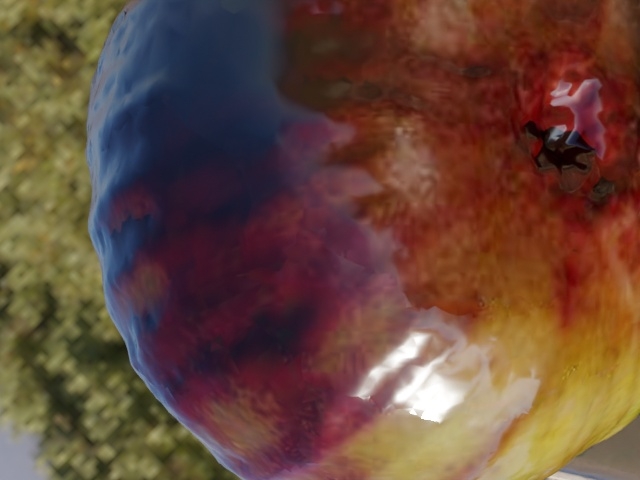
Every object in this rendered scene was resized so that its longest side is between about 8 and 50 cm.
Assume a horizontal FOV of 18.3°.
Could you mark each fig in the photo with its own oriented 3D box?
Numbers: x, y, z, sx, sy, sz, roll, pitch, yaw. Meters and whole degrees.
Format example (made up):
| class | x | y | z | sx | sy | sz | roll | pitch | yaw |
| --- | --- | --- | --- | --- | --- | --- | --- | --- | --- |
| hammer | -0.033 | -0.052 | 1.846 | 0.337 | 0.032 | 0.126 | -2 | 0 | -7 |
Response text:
| class | x | y | z | sx | sy | sz | roll | pitch | yaw |
| --- | --- | --- | --- | --- | --- | --- | --- | --- | --- |
| fig | 0.000 | 0.000 | 0.691 | 0.217 | 0.217 | 0.321 | 46 | 153 | -6 |

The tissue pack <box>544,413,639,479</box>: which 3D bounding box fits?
| class | x | y | z | sx | sy | sz | roll | pitch | yaw |
| --- | --- | --- | --- | --- | --- | --- | --- | --- | --- |
| tissue pack | 0.275 | 0.130 | 0.996 | 0.325 | 0.170 | 0.071 | 7 | 115 | 40 |
